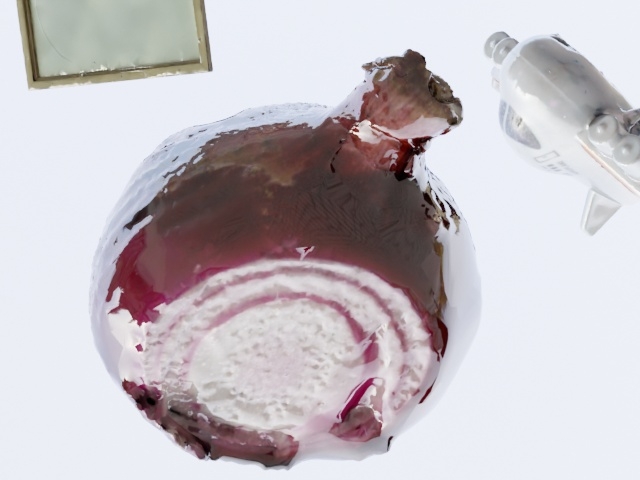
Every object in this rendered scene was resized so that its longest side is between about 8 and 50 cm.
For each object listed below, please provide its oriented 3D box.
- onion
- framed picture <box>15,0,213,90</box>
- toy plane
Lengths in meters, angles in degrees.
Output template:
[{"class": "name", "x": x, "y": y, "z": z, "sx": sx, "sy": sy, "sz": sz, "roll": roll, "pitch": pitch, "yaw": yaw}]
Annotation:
[{"class": "onion", "x": -0.005, "y": -0.009, "z": 0.773, "sx": 0.173, "sy": 0.198, "sz": 0.135, "roll": 16, "pitch": -153, "yaw": -29}, {"class": "framed picture", "x": -0.181, "y": -0.203, "z": 1.545, "sx": 0.010, "sy": 0.201, "sz": 0.136, "roll": -16, "pitch": -79, "yaw": -56}, {"class": "toy plane", "x": 0.229, "y": -0.094, "z": 1.607, "sx": 0.245, "sy": 0.117, "sz": 0.244, "roll": 43, "pitch": -175, "yaw": -5}]
